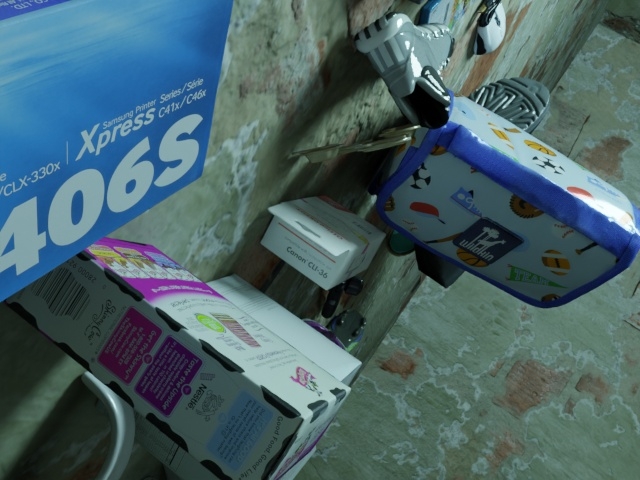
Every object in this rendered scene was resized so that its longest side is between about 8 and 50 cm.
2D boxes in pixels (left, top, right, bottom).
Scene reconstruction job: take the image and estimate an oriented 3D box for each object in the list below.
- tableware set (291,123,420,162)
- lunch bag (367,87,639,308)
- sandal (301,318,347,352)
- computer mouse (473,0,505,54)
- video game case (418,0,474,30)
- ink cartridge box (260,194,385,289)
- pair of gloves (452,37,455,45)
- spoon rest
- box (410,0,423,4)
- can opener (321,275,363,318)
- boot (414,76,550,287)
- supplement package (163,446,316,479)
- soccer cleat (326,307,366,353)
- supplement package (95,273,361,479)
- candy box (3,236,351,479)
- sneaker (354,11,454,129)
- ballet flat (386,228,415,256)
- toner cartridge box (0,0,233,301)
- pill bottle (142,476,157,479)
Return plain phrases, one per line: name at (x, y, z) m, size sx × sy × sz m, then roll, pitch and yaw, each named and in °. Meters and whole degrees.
tableware set at (0.054, -0.121, 0.828) m, size 0.168 × 0.141 × 0.020 m, roll -34°, pitch 112°, yaw -65°
lunch bag at (0.259, -0.067, 1.019) m, size 0.239 × 0.327 × 0.385 m, roll -60°, pitch -176°, yaw 2°
sandal at (-0.024, 0.183, 1.140) m, size 0.102 × 0.169 × 0.416 m, roll -56°, pitch 178°, yaw 9°
computer mouse at (0.322, -0.401, 1.237) m, size 0.106 × 0.042 × 0.193 m, roll -56°, pitch 165°, yaw -6°
video game case at (0.191, -0.347, 0.986) m, size 0.166 × 0.015 × 0.119 m, roll -51°, pitch 164°, yaw -20°
ink cartridge box at (0.000, 0.000, 0.905) m, size 0.067 × 0.115 × 0.198 m, roll -61°, pitch 164°, yaw 18°
pair of gloves at (0.201, -0.299, 1.128) m, size 0.083 × 0.010 × 0.074 m, roll -47°, pitch 162°, yaw -36°
spoon rest at (-0.273, 0.265, 0.651) m, size 0.276 × 0.084 × 0.137 m, roll -56°, pitch 165°, yaw -6°
box at (0.145, -0.385, 0.673) m, size 0.231 × 0.056 × 0.183 m, roll -54°, pitch 165°, yaw -11°
can opener at (0.030, 0.117, 1.369) m, size 0.059 × 0.073 × 0.186 m, roll -57°, pitch 177°, yaw -32°
boot at (0.350, -0.109, 1.496) m, size 0.367 × 0.146 × 0.445 m, roll -36°, pitch 146°, yaw -3°
supplement package at (-0.131, 0.373, 1.155) m, size 0.244 × 0.133 × 0.139 m, roll -39°, pitch 132°, yaw -48°
soccer cleat at (0.012, 0.272, 1.566) m, size 0.289 × 0.093 × 0.121 m, roll -42°, pitch 166°, yaw -44°
supplement package at (-0.097, 0.165, 0.766) m, size 0.149 × 0.203 × 0.194 m, roll -61°, pitch 164°, yaw 17°
candy box at (-0.101, 0.086, 0.526) m, size 0.071 × 0.233 × 0.159 m, roll -58°, pitch 165°, yaw 3°
sneaker at (0.126, -0.198, 0.831) m, size 0.086 × 0.132 × 0.228 m, roll -28°, pitch 175°, yaw 32°
ballet flat at (0.228, -0.025, 1.671) m, size 0.232 × 0.080 × 0.073 m, roll -45°, pitch 176°, yaw -35°
toner cartridge box at (-0.184, -0.038, 0.313) m, size 0.348 × 0.075 × 0.165 m, roll -42°, pitch 158°, yaw -44°
pill bottle at (-0.238, 0.424, 1.023) m, size 0.067 × 0.120 × 0.067 m, roll -51°, pitch 164°, yaw -21°
